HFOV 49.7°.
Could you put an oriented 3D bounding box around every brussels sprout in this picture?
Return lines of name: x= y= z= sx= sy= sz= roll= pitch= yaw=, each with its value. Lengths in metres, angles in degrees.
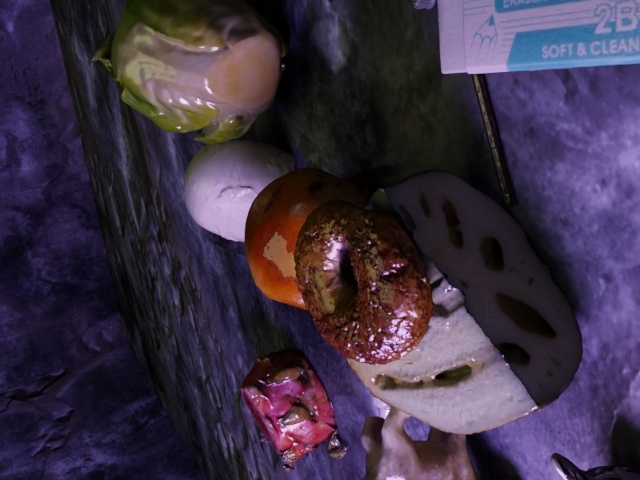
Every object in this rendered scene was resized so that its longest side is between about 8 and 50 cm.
brussels sprout: x=-0.187 y=-0.270 z=1.050 sx=0.294 sy=0.259 sz=0.227 roll=24 pitch=97 yaw=47

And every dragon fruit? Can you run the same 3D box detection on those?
dragon fruit: x=-0.075 y=0.341 z=1.388 sx=0.282 sy=0.147 sz=0.211 roll=52 pitch=148 yaw=36

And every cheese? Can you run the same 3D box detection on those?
cheese: x=-0.141 y=-0.091 z=1.190 sx=0.198 sy=0.189 sz=0.154 roll=109 pitch=166 yaw=-51

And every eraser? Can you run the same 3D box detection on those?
eraser: x=0.189 y=-0.188 z=0.557 sx=0.225 sy=0.052 sz=0.095 roll=15 pitch=115 yaw=54

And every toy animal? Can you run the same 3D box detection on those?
toy animal: x=0.289 y=0.260 z=0.677 sx=0.137 sy=0.098 sz=0.098 roll=57 pitch=158 yaw=-17
toy animal: x=0.155 y=0.300 z=0.897 sx=0.121 sy=0.233 sz=0.168 roll=-43 pitch=29 yaw=52

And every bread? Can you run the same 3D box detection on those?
bread: x=0.037 y=0.047 z=0.721 sx=0.193 sy=0.064 sz=0.193 roll=32 pitch=133 yaw=41

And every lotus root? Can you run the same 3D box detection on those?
lotus root: x=0.137 y=0.091 z=0.800 sx=0.267 sy=0.149 sz=0.260 roll=56 pitch=148 yaw=15

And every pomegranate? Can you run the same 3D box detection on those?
pomegranate: x=-0.004 y=0.005 z=0.959 sx=0.209 sy=0.209 sz=0.209 roll=42 pitch=143 yaw=44

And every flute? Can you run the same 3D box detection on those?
flute: x=0.165 y=-0.162 z=0.718 sx=0.014 sy=0.014 sz=0.269 roll=-3 pitch=105 yaw=63

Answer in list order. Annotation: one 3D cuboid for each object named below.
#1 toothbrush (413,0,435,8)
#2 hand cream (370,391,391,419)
toothbrush: x=0.118 y=-0.360 z=0.657 sx=0.020 sy=0.025 sz=0.286 roll=46 pitch=145 yaw=40
hand cream: x=0.102 y=0.161 z=0.993 sx=0.050 sy=0.084 sz=0.257 roll=-111 pitch=16 yaw=-59
